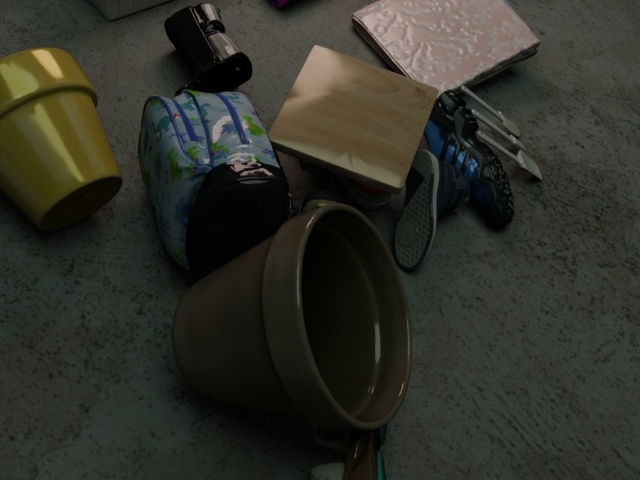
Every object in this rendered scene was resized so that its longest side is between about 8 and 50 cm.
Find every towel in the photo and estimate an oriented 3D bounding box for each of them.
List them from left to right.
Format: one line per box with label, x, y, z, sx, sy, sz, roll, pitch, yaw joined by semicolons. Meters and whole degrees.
towel;0.291;-0.484;1.887;0.332;0.053;0.317;-29;66;-16

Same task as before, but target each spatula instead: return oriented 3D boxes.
spatula;0.382;-0.225;1.703;0.242;0.019;0.168;24;45;-44

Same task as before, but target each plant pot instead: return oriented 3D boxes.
plant pot;-0.469;-0.158;1.389;0.254;0.254;0.239;-31;81;-31
plant pot;-0.056;0.132;1.219;0.280;0.323;0.323;-14;45;31

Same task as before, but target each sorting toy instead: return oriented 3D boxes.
sorting toy;0.059;-0.212;1.527;0.257;0.089;0.255;21;59;3

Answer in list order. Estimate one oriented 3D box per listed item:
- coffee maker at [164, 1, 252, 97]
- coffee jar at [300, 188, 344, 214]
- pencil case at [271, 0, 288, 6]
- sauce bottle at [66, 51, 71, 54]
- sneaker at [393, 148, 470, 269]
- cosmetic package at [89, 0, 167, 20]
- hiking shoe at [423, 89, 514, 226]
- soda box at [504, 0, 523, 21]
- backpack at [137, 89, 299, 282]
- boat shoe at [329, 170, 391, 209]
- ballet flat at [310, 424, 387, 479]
coffee maker;-0.253;-0.388;1.676;0.171;0.120;0.178;-19;61;-25
coffee jar;0.000;0.000;1.471;0.079;0.096;0.184;10;52;-10
pencil case;-0.031;-0.635;1.930;0.236;0.104;0.104;-33;68;-33
sauce bottle;-0.510;-0.322;1.611;0.042;0.042;0.128;0;56;-14
sneaker;0.220;-0.048;1.568;0.086;0.163;0.226;10;88;35
cosmetic package;-0.342;-0.663;1.796;0.385;0.217;0.156;-31;67;-32
hiking shoe;0.291;-0.152;1.665;0.113;0.132;0.304;1;61;-64
soda box;0.415;-0.577;2.017;0.071;0.067;0.210;-13;58;-23
backpack;-0.186;-0.113;1.399;0.273;0.290;0.355;5;45;-9
boat shoe;0.040;-0.192;1.622;0.109;0.094;0.302;-33;68;-32
ballet flat;0.050;0.321;1.251;0.124;0.116;0.342;-2;52;9
